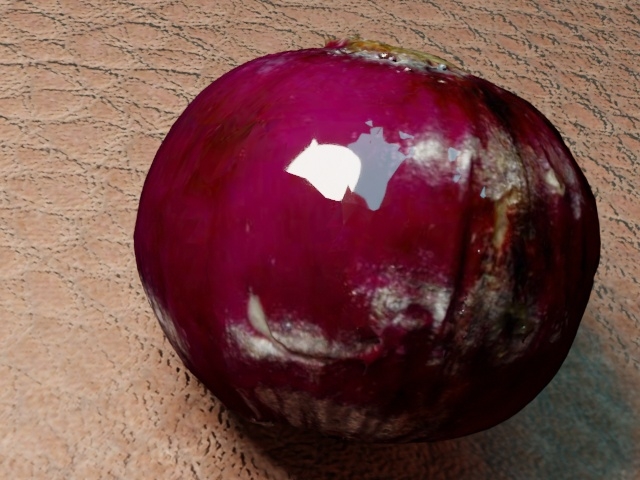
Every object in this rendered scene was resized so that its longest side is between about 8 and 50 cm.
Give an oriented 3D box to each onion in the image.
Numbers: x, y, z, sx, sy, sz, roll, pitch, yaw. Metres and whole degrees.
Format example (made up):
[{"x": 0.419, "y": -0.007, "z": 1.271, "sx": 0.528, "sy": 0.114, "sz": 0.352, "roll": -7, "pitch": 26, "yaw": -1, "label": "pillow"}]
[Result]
[{"x": 0.000, "y": 0.000, "z": 0.931, "sx": 0.260, "sy": 0.281, "sz": 0.337, "roll": 5, "pitch": 17, "yaw": -36, "label": "onion"}]
